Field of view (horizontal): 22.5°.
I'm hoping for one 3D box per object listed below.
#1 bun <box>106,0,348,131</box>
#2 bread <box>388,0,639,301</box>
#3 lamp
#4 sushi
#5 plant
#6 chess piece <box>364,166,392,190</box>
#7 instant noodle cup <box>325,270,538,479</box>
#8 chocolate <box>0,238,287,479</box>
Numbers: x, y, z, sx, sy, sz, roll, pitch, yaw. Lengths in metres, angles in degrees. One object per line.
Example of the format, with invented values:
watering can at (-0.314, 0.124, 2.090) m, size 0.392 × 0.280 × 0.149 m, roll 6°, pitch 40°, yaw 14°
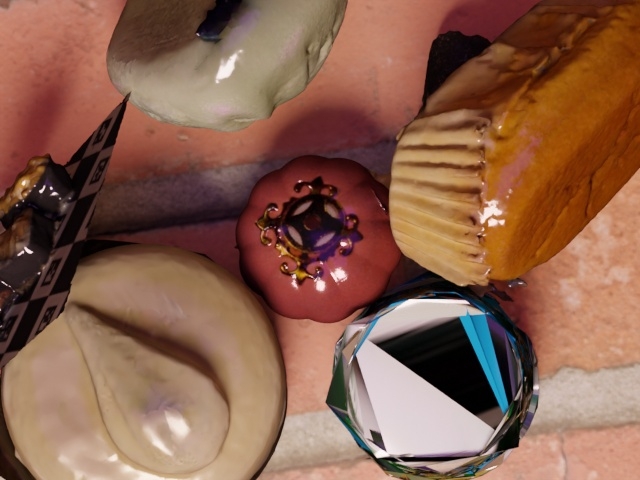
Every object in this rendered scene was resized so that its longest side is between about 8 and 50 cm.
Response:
bun at (-0.080, -0.224, 1.728) m, size 0.293 × 0.293 × 0.187 m, roll -46°, pitch 121°, yaw 0°
bread at (0.238, -0.115, 1.648) m, size 0.183 × 0.236 × 0.388 m, roll 28°, pitch 71°, yaw 38°
lamp at (0.000, 0.000, 1.703) m, size 0.182 × 0.140 × 0.182 m, roll -3°, pitch 77°, yaw 12°
sushi at (-0.317, 0.012, 1.635) m, size 0.059 × 0.294 × 0.292 m, roll 31°, pitch 132°, yaw -22°
plant at (0.152, -0.154, 1.761) m, size 0.094 × 0.092 × 0.143 m, roll 11°, pitch 79°, yaw -16°
chess piece at (0.070, -0.055, 1.769) m, size 0.122 × 0.066 × 0.066 m, roll 6°, pitch 85°, yaw 9°
instant noodle cup at (0.120, 0.148, 1.689) m, size 0.240 × 0.178 × 0.240 m, roll 0°, pitch 84°, yaw 5°
chocolate at (-0.197, 0.142, 1.661) m, size 0.326 × 0.297 × 0.314 m, roll 9°, pitch 81°, yaw 6°
